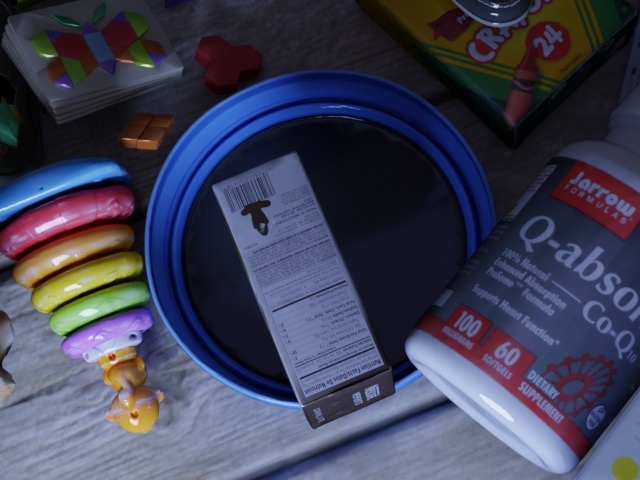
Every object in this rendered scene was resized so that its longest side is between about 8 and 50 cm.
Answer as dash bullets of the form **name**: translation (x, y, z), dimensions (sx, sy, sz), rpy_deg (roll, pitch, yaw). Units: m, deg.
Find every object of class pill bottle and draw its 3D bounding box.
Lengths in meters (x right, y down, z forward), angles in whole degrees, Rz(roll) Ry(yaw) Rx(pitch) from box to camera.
- **pill bottle**: translation (0.270, 0.032, 1.288), dimensions (0.210, 0.210, 0.363), rpy_deg (38, 83, 15)

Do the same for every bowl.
- **bowl**: translation (0.000, 0.000, 1.452), dimensions (0.391, 0.077, 0.391), rpy_deg (-2, 73, 5)

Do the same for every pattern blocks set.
- **pattern blocks set**: translation (-0.259, -0.220, 1.503), dimensions (0.325, 0.026, 0.285), rpy_deg (-35, 71, -31)

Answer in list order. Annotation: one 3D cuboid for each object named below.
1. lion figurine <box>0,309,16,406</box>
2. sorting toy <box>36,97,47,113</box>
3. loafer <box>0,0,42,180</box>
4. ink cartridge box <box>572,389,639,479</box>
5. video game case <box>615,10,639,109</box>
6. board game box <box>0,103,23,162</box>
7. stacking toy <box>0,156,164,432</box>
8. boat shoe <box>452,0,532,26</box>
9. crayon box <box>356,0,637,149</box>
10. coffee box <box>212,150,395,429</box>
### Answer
- **lion figurine**: translation (-0.494, 0.117, 1.381), dimensions (0.392, 0.240, 0.142), rpy_deg (13, 75, 10)
- **sorting toy**: translation (-0.300, -0.193, 1.552), dimensions (0.042, 0.061, 0.102), rpy_deg (28, 105, 1)
- **loafer**: translation (-0.389, -0.199, 1.547), dimensions (0.094, 0.087, 0.251), rpy_deg (-19, 72, 0)
- **ink cartridge box**: translation (0.301, 0.204, 1.239), dimensions (0.072, 0.303, 0.307), rpy_deg (35, 80, 16)
- **video game case**: translation (0.476, -0.174, 1.412), dimensions (0.300, 0.036, 0.329), rpy_deg (6, 71, 35)
- **board game box**: translation (-0.431, -0.052, 1.405), dimensions (0.124, 0.039, 0.259), rpy_deg (7, 56, 15)
- **stacking toy**: translation (-0.246, 0.071, 1.430), dimensions (0.175, 0.166, 0.302), rpy_deg (-23, 83, -4)
- **boat shoe**: translation (0.151, -0.397, 1.462), dimensions (0.112, 0.095, 0.335), rpy_deg (-19, 69, 1)
- **crayon box**: translation (0.183, -0.288, 1.519), dimensions (0.202, 0.081, 0.318), rpy_deg (-43, 73, -7)
- **coffee box**: translation (-0.015, 0.053, 1.324), dimensions (0.098, 0.141, 0.246), rpy_deg (-23, 73, -2)
